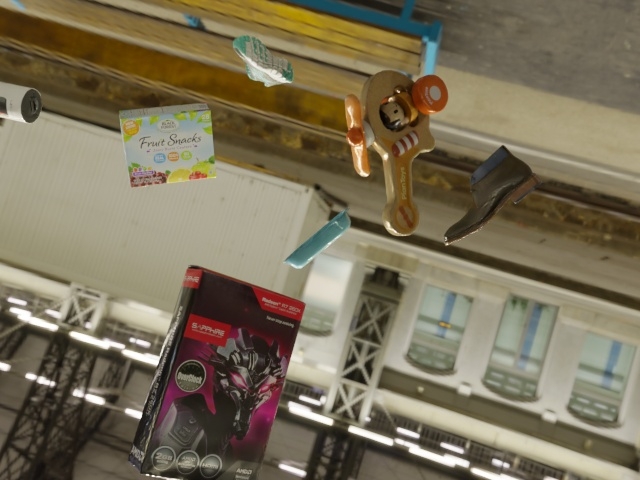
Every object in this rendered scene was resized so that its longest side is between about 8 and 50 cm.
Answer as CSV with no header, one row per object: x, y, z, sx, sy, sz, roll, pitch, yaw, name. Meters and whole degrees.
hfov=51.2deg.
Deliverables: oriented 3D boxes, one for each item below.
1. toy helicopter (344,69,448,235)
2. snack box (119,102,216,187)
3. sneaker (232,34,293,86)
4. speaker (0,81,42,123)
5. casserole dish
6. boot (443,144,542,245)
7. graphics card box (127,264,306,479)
0.151,-0.186,1.429,0.234,0.355,0.140,-4,179,-34,toy helicopter
-0.361,-0.228,1.591,0.207,0.175,0.070,-9,-150,-17,snack box
-0.131,-0.361,1.381,0.076,0.065,0.166,-14,155,33,sneaker
-0.506,-0.221,1.036,0.136,0.055,0.055,14,176,8,speaker
0.000,0.000,1.440,0.037,0.188,0.114,49,-170,-4,casserole dish
0.311,-0.087,1.310,0.106,0.219,0.082,54,-168,5,boot
-0.186,0.256,1.240,0.232,0.371,0.094,23,169,-31,graphics card box
